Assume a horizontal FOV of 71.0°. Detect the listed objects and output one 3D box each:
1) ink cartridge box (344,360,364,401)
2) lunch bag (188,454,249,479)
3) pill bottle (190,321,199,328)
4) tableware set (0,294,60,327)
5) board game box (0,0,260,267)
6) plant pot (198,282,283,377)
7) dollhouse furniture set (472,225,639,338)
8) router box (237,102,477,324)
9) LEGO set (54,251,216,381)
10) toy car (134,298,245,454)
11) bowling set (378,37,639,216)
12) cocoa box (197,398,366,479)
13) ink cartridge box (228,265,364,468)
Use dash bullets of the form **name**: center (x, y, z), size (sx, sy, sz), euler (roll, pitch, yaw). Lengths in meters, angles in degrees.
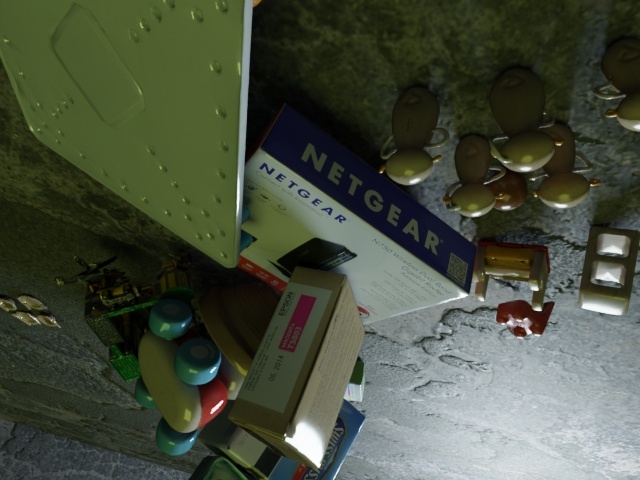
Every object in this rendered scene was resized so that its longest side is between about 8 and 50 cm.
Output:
- **ink cartridge box**: center (0.004, 0.340, 1.122), size (0.209, 0.062, 0.109), euler (6, 140, 11)
- **lunch bag**: center (-0.179, 0.595, 0.954), size (0.262, 0.160, 0.223), euler (42, 148, 3)
- **pill bottle**: center (-0.331, 0.286, 1.133), size (0.094, 0.094, 0.169), euler (16, 139, -2)
- **tableware set**: center (-0.796, 0.194, 1.221), size (0.168, 0.020, 0.141), euler (-3, 137, 19)
- **board game box**: center (-0.226, -0.193, 0.492), size (0.390, 0.050, 0.390), euler (32, 142, 14)
- **plant pot**: center (-0.094, 0.153, 0.796), size (0.109, 0.237, 0.237), euler (-41, 124, 0)
- **dollhouse furniture set**: center (0.437, 0.073, 0.661), size (0.374, 0.152, 0.201), euler (7, 143, 36)
- **router box**: center (0.000, 0.000, 0.672), size (0.335, 0.082, 0.301), euler (33, 148, -17)
- **LEGO set**: center (-0.356, 0.130, 0.946), size (0.254, 0.192, 0.331), euler (-20, 139, -5)
- **toy car**: center (-0.200, 0.236, 0.855), size (0.238, 0.210, 0.219), euler (-5, 126, -43)
- **bowling set**: center (0.229, -0.082, 0.506), size (0.286, 0.154, 0.200), euler (-8, 134, 25)
- **cocoa box**: center (-0.104, 0.445, 1.057), size (0.228, 0.231, 0.347), euler (42, 149, -6)
- **ink cartridge box**: center (-0.019, 0.186, 0.660), size (0.088, 0.235, 0.193), euler (10, 147, 23)
